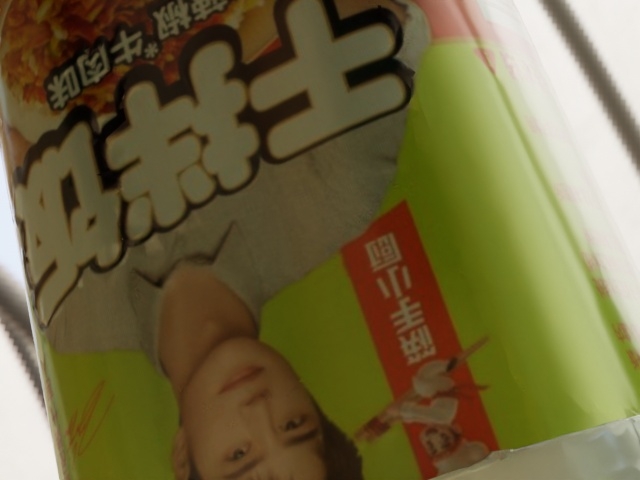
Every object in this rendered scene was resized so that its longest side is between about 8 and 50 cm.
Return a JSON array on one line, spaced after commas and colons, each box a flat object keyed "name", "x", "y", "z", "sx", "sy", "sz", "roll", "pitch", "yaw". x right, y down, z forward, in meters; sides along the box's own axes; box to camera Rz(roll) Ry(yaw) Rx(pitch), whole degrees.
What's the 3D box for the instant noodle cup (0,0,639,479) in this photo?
[{"name": "instant noodle cup", "x": 0.000, "y": 0.000, "z": 0.808, "sx": 0.294, "sy": 0.308, "sz": 0.294, "roll": -16, "pitch": -16, "yaw": -5}]
